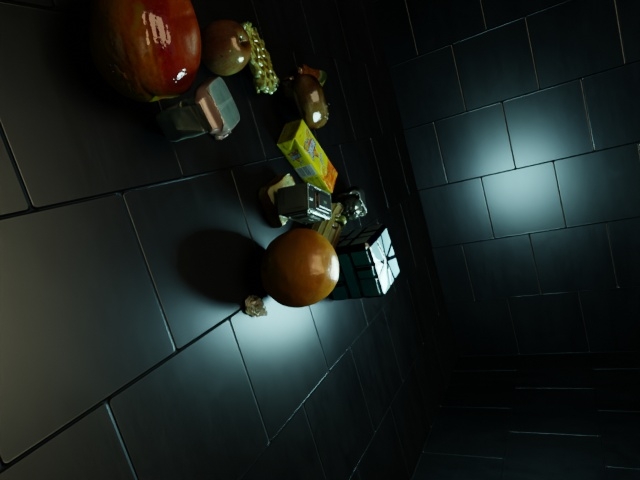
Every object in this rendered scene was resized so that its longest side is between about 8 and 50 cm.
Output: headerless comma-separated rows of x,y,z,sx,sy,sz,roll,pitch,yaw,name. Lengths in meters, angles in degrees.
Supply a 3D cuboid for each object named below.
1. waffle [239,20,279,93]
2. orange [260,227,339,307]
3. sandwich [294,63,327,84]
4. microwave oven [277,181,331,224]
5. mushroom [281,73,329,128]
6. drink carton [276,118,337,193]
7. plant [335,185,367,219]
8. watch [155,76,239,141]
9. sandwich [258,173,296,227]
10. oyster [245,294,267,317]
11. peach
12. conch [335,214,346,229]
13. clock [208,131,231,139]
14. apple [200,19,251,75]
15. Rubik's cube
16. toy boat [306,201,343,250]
-0.262,-0.752,1.872,0.317,0.073,0.297,-72,143,-66,waffle
-0.079,0.107,1.733,0.312,0.312,0.312,26,59,-54,orange
-0.059,-0.811,2.270,0.160,0.109,0.184,36,42,-15,sandwich
-0.061,-0.143,1.854,0.205,0.163,0.129,15,71,-59,microwave oven
-0.057,-0.655,2.100,0.278,0.163,0.297,57,3,-18,mushroom
-0.056,-0.383,2.122,0.351,0.111,0.154,52,39,-37,drink carton
0.167,-0.199,2.416,0.256,0.142,0.164,-68,139,-60,plant
-0.397,-0.394,1.405,0.253,0.241,0.161,-80,152,-61,watch
-0.166,-0.173,1.911,0.186,0.065,0.214,66,33,-22,sandwich
-0.239,0.248,1.677,0.100,0.037,0.098,-23,101,-59,oyster
-0.488,-0.578,1.260,0.373,0.290,0.372,-3,90,-65,peach
0.087,-0.091,2.303,0.121,0.074,0.089,-2,44,-38,conch
-0.369,-0.425,1.666,0.087,0.041,0.129,61,40,-22,clock
-0.349,-0.710,1.660,0.188,0.174,0.188,19,67,-56,apple
0.193,0.108,2.220,0.293,0.284,0.288,-45,121,-57,Rubik's cube
0.000,0.000,2.068,0.162,0.136,0.445,39,45,-15,toy boat
